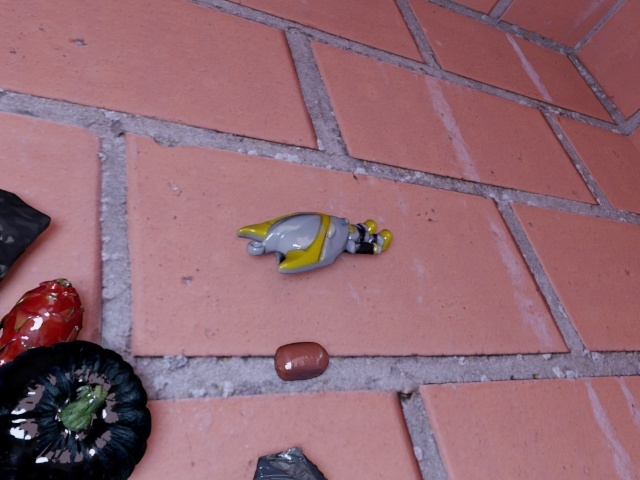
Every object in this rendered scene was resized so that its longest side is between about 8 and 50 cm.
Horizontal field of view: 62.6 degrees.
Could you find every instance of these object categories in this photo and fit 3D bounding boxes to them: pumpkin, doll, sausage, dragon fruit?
[{"bbox_3d":[-0.295,0.212,0.609,0.194,0.150,0.194,2,82,-12],"label":"pumpkin"},{"bbox_3d":[0.003,0.001,0.987,0.316,0.103,0.145,-4,54,-40],"label":"doll"},{"bbox_3d":[-0.030,0.194,0.838,0.094,0.059,0.054,1,34,-29],"label":"sausage"},{"bbox_3d":[-0.379,0.134,0.669,0.094,0.094,0.190,39,68,1],"label":"dragon fruit"}]

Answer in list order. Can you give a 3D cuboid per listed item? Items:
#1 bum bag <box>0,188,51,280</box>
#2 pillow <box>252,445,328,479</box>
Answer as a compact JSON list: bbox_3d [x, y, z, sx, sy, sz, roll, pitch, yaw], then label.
[{"bbox_3d":[-0.467,0.057,0.655,0.144,0.095,0.340,9,48,-2],"label":"bum bag"},{"bbox_3d":[0.002,0.421,0.647,0.161,0.092,0.335,14,41,-59],"label":"pillow"}]
